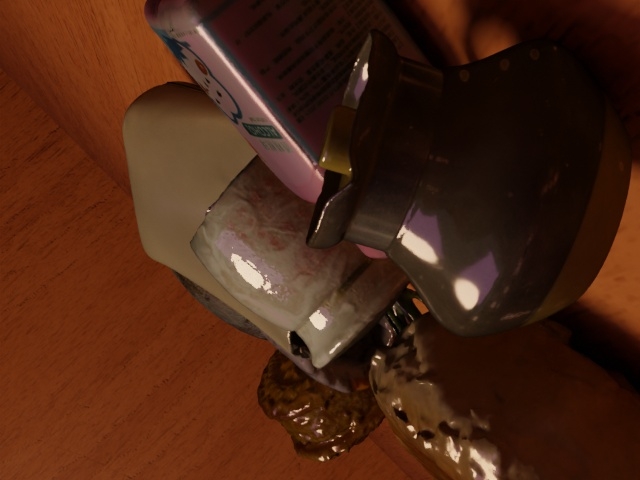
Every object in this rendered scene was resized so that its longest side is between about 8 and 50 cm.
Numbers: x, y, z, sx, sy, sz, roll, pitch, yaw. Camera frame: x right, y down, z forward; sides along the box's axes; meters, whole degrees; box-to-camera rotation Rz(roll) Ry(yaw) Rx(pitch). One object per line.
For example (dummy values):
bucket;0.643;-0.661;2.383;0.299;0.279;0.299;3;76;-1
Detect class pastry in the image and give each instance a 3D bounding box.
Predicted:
pastry;0.014;0.161;1.263;0.103;0.189;0.189;47;170;-21
pastry;0.170;0.164;0.774;0.330;0.136;0.329;44;172;8

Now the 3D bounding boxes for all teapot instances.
teapot;0.060;-0.035;0.470;0.119;0.130;0.165;17;-156;-5

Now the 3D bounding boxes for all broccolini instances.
broccolini;0.087;0.071;1.005;0.058;0.074;0.201;-21;106;40

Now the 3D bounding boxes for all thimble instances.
thimble;0.009;0.076;1.112;0.118;0.127;0.151;36;168;50

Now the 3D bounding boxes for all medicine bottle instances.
medicine bottle;0.001;-0.082;0.589;0.188;0.094;0.119;50;171;-22
medicine bottle;0.000;0.000;0.783;0.143;0.147;0.147;42;170;0

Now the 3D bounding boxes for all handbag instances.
handbag;-0.072;-0.020;0.990;0.315;0.109;0.241;33;137;51

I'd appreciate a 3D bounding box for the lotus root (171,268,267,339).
lotus root;-0.085;0.051;1.377;0.158;0.140;0.322;33;166;51
